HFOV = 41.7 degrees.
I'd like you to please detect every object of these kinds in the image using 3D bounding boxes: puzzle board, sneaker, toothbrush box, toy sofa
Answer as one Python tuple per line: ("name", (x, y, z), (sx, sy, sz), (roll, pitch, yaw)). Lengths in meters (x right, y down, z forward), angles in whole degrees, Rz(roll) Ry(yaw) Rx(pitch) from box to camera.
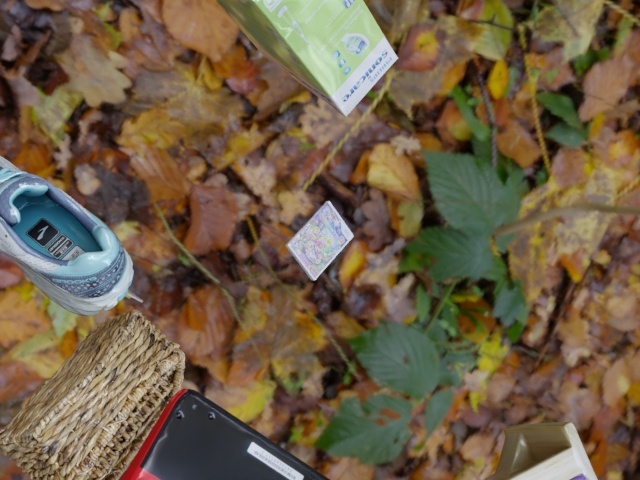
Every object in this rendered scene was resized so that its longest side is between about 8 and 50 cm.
("puzzle board", (-0.337, 0.050, 1.302), (0.011, 0.128, 0.096), (-50, 166, -8))
("sneaker", (-0.308, -0.040, 0.822), (0.110, 0.283, 0.122), (-62, -179, -25))
("toothbrush box", (-0.046, -0.322, 1.130), (0.122, 0.206, 0.283), (-48, 146, -1))
("toy sofa", (0.176, 0.372, 1.031), (0.363, 0.177, 0.150), (-19, 172, -23))

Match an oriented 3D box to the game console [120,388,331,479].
("game console", (-0.139, 0.463, 1.270), (0.387, 0.060, 0.342), (36, 57, -12))

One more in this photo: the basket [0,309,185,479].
("basket", (-0.345, 0.294, 1.414), (0.223, 0.214, 0.299), (51, 48, -16))

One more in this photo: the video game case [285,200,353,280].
("video game case", (0.000, 0.000, 1.521), (0.122, 0.011, 0.087), (-48, 116, -26))
